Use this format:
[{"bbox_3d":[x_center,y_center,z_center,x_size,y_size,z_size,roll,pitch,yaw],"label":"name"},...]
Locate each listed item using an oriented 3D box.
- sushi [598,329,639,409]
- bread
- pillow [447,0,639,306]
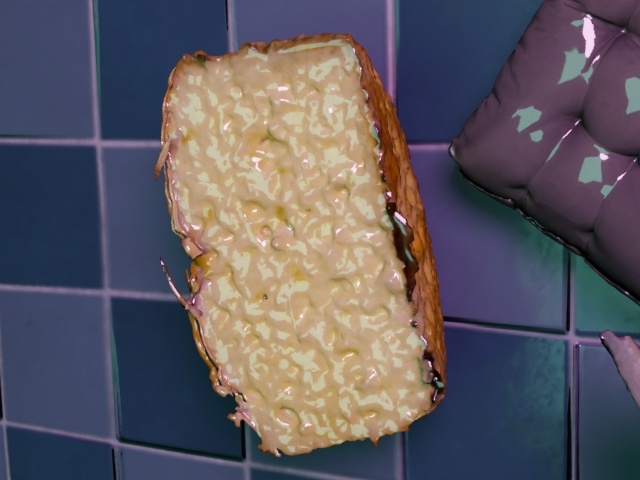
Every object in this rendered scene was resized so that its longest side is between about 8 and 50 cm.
[{"bbox_3d":[0.256,0.153,0.547,0.139,0.184,0.274,-21,108,16],"label":"sushi"},{"bbox_3d":[-0.003,-0.004,0.707,0.160,0.147,0.260,-15,95,20],"label":"bread"},{"bbox_3d":[0.238,-0.110,0.587,0.228,0.101,0.326,40,113,20],"label":"pillow"}]
